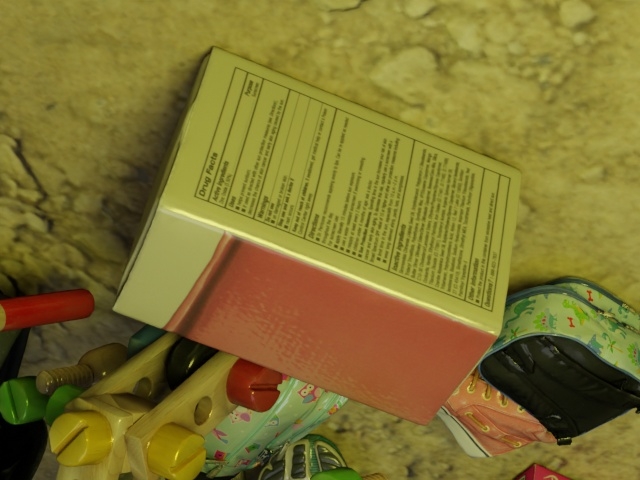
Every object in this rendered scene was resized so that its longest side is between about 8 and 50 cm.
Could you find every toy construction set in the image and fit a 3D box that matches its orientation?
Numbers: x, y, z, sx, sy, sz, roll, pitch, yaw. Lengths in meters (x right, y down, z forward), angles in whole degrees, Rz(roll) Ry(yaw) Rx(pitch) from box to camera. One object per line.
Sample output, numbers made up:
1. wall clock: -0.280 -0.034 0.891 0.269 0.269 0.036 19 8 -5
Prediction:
1. toy construction set: -0.172 0.161 1.042 0.237 0.309 0.257 -5 135 -51

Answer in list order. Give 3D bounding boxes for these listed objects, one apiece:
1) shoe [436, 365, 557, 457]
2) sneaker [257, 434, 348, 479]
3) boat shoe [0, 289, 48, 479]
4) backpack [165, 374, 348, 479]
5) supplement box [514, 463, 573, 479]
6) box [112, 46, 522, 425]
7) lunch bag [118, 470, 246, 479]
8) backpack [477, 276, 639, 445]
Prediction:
1. shoe: 0.122 0.107 1.197 0.081 0.064 0.178 -14 138 27
2. sneaker: 0.007 0.285 1.394 0.107 0.110 0.275 -5 118 14
3. boat shoe: -0.323 0.202 1.332 0.156 0.187 0.500 17 134 4
4. backpack: -0.052 0.092 1.178 0.115 0.152 0.182 14 141 -34
5. supplement box: 0.172 0.304 1.365 0.111 0.114 0.220 25 140 -13
6. box: 0.000 0.000 1.037 0.232 0.149 0.127 21 139 -8
7. lunch bag: -0.147 0.293 1.343 0.168 0.235 0.287 13 139 -2
8. backpack: 0.173 0.079 1.130 0.114 0.084 0.105 32 137 -26
